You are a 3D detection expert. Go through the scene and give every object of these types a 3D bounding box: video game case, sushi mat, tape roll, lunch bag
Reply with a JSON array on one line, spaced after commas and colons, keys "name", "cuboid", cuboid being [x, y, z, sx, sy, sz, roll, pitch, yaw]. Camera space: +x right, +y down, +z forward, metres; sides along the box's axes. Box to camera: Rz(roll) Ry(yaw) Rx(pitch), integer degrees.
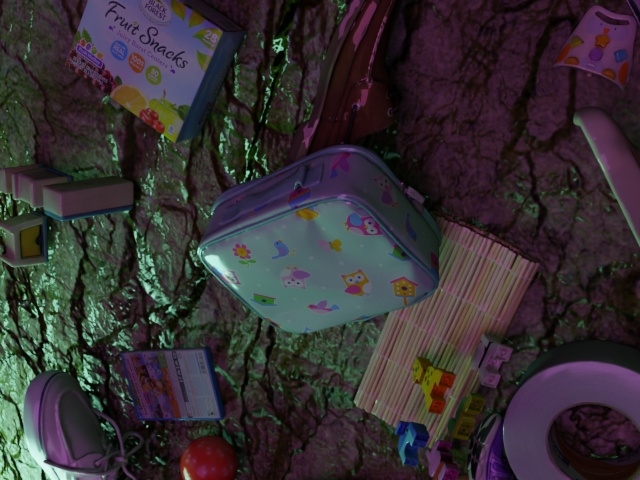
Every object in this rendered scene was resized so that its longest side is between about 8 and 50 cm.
[{"name": "video game case", "cuboid": [-0.237, 0.230, 1.237, 0.166, 0.015, 0.119, -6, 102, 25]}, {"name": "sushi mat", "cuboid": [0.159, 0.127, 1.028, 0.151, 0.019, 0.317, 26, 114, 16]}, {"name": "tape roll", "cuboid": [0.339, 0.235, 0.947, 0.219, 0.072, 0.219, 7, 108, 23]}, {"name": "lunch bag", "cuboid": [0.000, 0.000, 0.956, 0.279, 0.108, 0.224, -20, 128, 34]}]

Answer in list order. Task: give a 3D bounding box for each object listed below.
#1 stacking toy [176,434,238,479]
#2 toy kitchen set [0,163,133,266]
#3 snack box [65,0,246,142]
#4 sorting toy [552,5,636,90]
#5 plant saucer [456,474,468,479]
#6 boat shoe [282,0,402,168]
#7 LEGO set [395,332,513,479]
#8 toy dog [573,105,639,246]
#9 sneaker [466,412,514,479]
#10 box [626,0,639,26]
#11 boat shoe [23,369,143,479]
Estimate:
[{"name": "stacking toy", "cuboid": [-0.212, 0.456, 1.235, 0.141, 0.141, 0.331, 22, 107, 17]}, {"name": "toy kitchen set", "cuboid": [-0.397, -0.025, 1.201, 0.207, 0.122, 0.166, 20, 114, 40]}, {"name": "snack box", "cuboid": [-0.229, -0.264, 1.061, 0.207, 0.070, 0.175, 36, 116, 10]}, {"name": "sorting toy", "cuboid": [0.310, -0.217, 0.855, 0.083, 0.045, 0.075, 23, 94, 17]}, {"name": "plant saucer", "cuboid": [0.223, 0.422, 1.072, 0.199, 0.037, 0.200, 7, 108, 23]}, {"name": "boat shoe", "cuboid": [0.052, -0.176, 0.947, 0.104, 0.111, 0.307, 29, 125, 9]}, {"name": "LEGO set", "cuboid": [0.153, 0.206, 1.001, 0.087, 0.093, 0.227, 15, 108, -14]}, {"name": "toy dog", "cuboid": [0.500, -0.030, 0.675, 0.407, 0.285, 0.395, -27, 122, 22]}, {"name": "sneaker", "cuboid": [0.229, 0.312, 1.016, 0.071, 0.068, 0.170, 6, 88, -1]}, {"name": "box", "cuboid": [0.423, -0.237, 0.785, 0.175, 0.051, 0.220, -29, 91, 28]}, {"name": "boat shoe", "cuboid": [-0.358, 0.380, 1.268, 0.156, 0.136, 0.367, -5, 105, 26]}]
